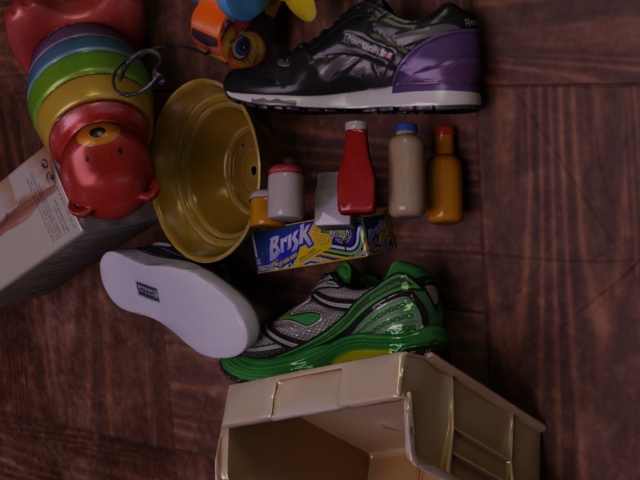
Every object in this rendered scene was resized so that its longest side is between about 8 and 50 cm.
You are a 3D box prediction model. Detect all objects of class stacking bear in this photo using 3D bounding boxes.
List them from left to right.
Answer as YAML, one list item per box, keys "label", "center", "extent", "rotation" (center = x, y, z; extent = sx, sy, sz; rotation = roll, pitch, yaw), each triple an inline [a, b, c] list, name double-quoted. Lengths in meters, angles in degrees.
- label: "stacking bear"
  center: [-0.270, -0.149, 1.396]
  extent: [0.164, 0.175, 0.289]
  rotation: [94, 161, -49]

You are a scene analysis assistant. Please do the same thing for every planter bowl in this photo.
- label: "planter bowl"
  center: [-0.109, -0.083, 1.395]
  extent: [0.217, 0.090, 0.217]
  rotation: [4, 95, 47]

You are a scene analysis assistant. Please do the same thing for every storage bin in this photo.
- label: "storage bin"
  center: [0.066, 0.229, 1.242]
  extent: [0.262, 0.260, 0.123]
  rotation: [-16, 54, 39]

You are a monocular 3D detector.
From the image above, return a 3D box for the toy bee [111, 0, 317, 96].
- label: "toy bee"
  center: [-0.098, -0.267, 1.318]
  extent: [0.298, 0.162, 0.195]
  rotation: [-40, 53, 9]

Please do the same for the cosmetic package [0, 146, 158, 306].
- label: "cosmetic package"
  center: [-0.374, -0.021, 1.584]
  extent: [0.296, 0.153, 0.129]
  rotation: [-30, 82, 36]

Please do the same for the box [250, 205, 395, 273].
- label: "box"
  center: [0.000, 0.000, 1.364]
  extent: [0.168, 0.059, 0.054]
  rotation: [-11, 90, 38]

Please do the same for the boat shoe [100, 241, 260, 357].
- label: "boat shoe"
  center: [-0.156, 0.062, 1.449]
  extent: [0.301, 0.102, 0.108]
  rotation: [14, 118, 48]

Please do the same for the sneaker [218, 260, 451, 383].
- label: "sneaker"
  center: [0.016, 0.108, 1.359]
  extent: [0.343, 0.134, 0.146]
  rotation: [-13, 68, 42]

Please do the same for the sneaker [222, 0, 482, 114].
- label: "sneaker"
  center: [0.034, -0.198, 1.251]
  extent: [0.283, 0.107, 0.124]
  rotation: [1, 94, 15]

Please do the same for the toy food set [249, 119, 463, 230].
- label: "toy food set"
  center: [0.032, -0.072, 1.240]
  extent: [0.232, 0.111, 0.105]
  rotation: [-2, 81, 12]
